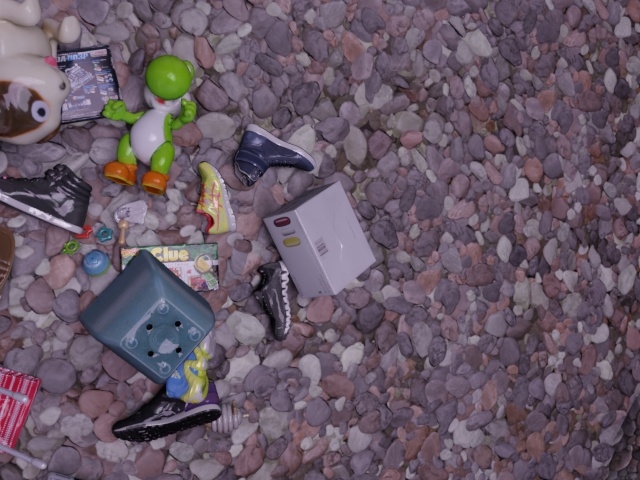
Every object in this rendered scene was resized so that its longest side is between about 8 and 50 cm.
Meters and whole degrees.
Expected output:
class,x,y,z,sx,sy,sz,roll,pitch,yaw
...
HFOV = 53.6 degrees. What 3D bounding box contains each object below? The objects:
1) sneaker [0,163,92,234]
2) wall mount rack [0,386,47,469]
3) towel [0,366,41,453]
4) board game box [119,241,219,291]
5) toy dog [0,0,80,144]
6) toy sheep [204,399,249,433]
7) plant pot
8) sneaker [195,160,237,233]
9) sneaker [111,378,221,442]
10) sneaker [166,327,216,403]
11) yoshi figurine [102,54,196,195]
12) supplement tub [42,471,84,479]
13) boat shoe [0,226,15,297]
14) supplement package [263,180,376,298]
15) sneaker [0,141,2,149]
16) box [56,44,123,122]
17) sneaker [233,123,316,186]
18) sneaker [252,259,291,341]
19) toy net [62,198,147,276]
class,x,y,z,sx,sy,sz,roll,pitch,yaw
sneaker,-0.694,-0.136,1.532,0.296,0.105,0.146,26,78,-28
wall mount rack,-0.785,0.417,1.409,0.304,0.130,0.350,-7,121,-15
towel,-0.841,0.389,1.515,0.275,0.031,0.198,23,83,-24
board game box,-0.403,0.078,1.707,0.260,0.030,0.136,-4,91,-24
toy dog,-0.716,-0.396,1.367,0.395,0.284,0.408,-39,84,0
toy sheep,-0.262,0.489,1.751,0.132,0.091,0.091,-2,93,-8
plant pot,-0.408,0.209,1.564,0.248,0.252,0.247,-49,115,-9
sneaker,-0.300,-0.111,1.720,0.094,0.081,0.208,-21,100,-20
sneaker,-0.411,0.446,1.690,0.283,0.107,0.124,-13,55,-8
sneaker,-0.353,0.313,1.680,0.126,0.091,0.240,-1,48,5
yoshi figurine,-0.411,-0.310,1.573,0.204,0.203,0.362,25,76,-41
supplement tub,-0.609,0.658,1.580,0.190,0.117,0.117,26,81,-23
boat shoe,-0.814,0.128,1.478,0.122,0.110,0.341,22,73,-16
supplement package,0.000,0.000,1.794,0.204,0.145,0.261,-36,106,-40
sneaker,-0.865,-0.198,1.441,0.262,0.125,0.104,-23,123,-27
box,-0.618,-0.385,1.583,0.220,0.051,0.175,-16,98,-23
sneaker,-0.135,-0.206,1.780,0.226,0.086,0.163,25,70,-13
sneaker,-0.142,0.171,1.805,0.106,0.078,0.234,-1,88,-22
toy net,-0.543,-0.022,1.633,0.122,0.045,0.232,35,69,13
